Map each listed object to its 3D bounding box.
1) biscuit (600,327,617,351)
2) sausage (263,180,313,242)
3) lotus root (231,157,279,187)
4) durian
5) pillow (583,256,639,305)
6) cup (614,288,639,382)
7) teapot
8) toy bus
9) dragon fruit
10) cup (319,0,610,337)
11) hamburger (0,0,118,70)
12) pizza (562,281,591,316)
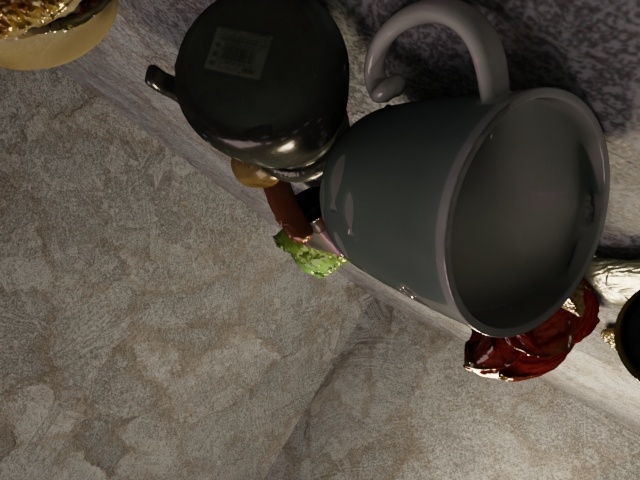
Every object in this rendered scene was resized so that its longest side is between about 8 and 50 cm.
[{"bbox_3d":[0.746,0.256,0.994,0.220,0.033,0.220,30,174,4],"label":"biscuit"},{"bbox_3d":[-0.104,-0.136,1.129,0.079,0.087,0.326,-45,61,50],"label":"sausage"},{"bbox_3d":[-0.121,-0.167,0.889,0.221,0.125,0.118,15,125,60],"label":"lotus root"},{"bbox_3d":[0.000,0.000,1.681,0.340,0.204,0.255,-33,88,42],"label":"durian"},{"bbox_3d":[0.507,0.065,0.668,0.148,0.050,0.230,28,171,-14],"label":"pillow"},{"bbox_3d":[0.518,0.151,0.528,0.177,0.166,0.239,36,156,-30],"label":"cup"},{"bbox_3d":[-0.092,-0.187,0.672,0.305,0.223,0.285,-15,169,10],"label":"teapot"},{"bbox_3d":[0.001,-0.060,1.315,0.162,0.171,0.386,59,165,-15],"label":"toy bus"},{"bbox_3d":[0.430,0.150,0.958,0.240,0.302,0.330,43,154,37],"label":"dragon fruit"},{"bbox_3d":[0.137,-0.092,0.543,0.274,0.259,0.356,21,135,57],"label":"cup"},{"bbox_3d":[-0.427,-0.385,0.602,0.302,0.302,0.170,32,164,2],"label":"hamburger"},{"bbox_3d":[0.380,0.048,0.773,0.226,0.069,0.147,33,175,17],"label":"pizza"}]
